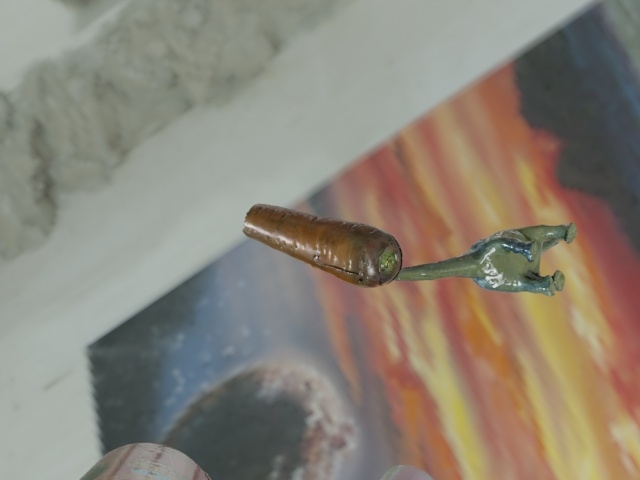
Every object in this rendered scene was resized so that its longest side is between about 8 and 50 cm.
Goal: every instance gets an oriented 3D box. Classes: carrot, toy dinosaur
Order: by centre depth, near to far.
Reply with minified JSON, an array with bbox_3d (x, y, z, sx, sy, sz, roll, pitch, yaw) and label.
[{"bbox_3d":[0.000,0.000,1.660,0.161,0.055,0.055,20,173,34],"label":"carrot"},{"bbox_3d":[0.222,0.020,2.180,0.363,0.147,0.076,-11,-79,-52],"label":"toy dinosaur"}]

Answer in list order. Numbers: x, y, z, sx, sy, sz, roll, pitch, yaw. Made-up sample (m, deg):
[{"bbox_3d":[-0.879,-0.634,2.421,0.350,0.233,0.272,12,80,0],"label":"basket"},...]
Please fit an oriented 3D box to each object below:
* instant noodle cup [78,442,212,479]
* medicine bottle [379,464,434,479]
[{"bbox_3d":[-0.210,0.336,2.061,0.244,0.244,0.255,54,-168,-8],"label":"instant noodle cup"},{"bbox_3d":[0.039,0.312,1.787,0.095,0.095,0.260,54,-142,-9],"label":"medicine bottle"}]
